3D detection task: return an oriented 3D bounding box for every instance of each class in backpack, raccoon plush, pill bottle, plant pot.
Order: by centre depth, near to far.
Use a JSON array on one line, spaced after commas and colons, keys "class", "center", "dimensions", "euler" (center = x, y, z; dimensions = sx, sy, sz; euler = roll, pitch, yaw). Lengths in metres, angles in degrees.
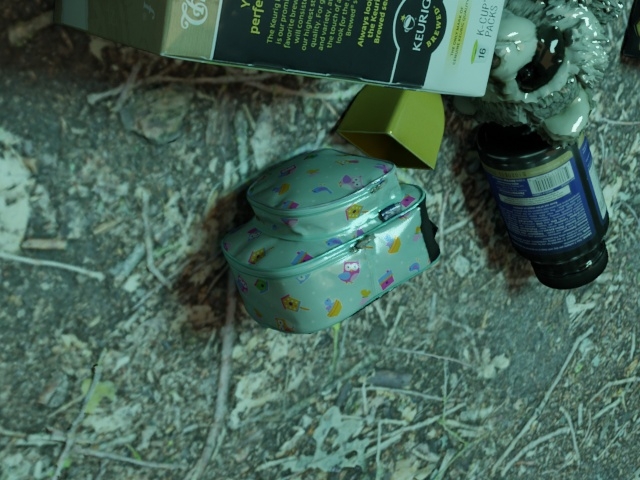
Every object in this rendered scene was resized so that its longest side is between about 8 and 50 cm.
[{"class": "backpack", "center": [0.000, 0.000, 0.948], "dimensions": [0.188, 0.166, 0.144], "euler": [-38, 124, -23]}, {"class": "plant pot", "center": [0.082, -0.131, 1.020], "dimensions": [0.081, 0.081, 0.083], "euler": [33, 74, -39]}, {"class": "raccoon plush", "center": [0.313, -0.289, 1.058], "dimensions": [0.446, 0.216, 0.299], "euler": [-21, 126, -29]}, {"class": "pill bottle", "center": [0.274, -0.050, 1.156], "dimensions": [0.123, 0.123, 0.219], "euler": [-40, 126, -18]}]

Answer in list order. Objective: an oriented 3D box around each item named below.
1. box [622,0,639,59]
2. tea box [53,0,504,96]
[{"class": "box", "center": [0.546, -0.362, 1.274], "dimensions": [0.295, 0.073, 0.293], "euler": [3, 104, -36]}, {"class": "tea box", "center": [-0.014, -0.307, 0.791], "dimensions": [0.323, 0.220, 0.329], "euler": [1, 106, -37]}]
